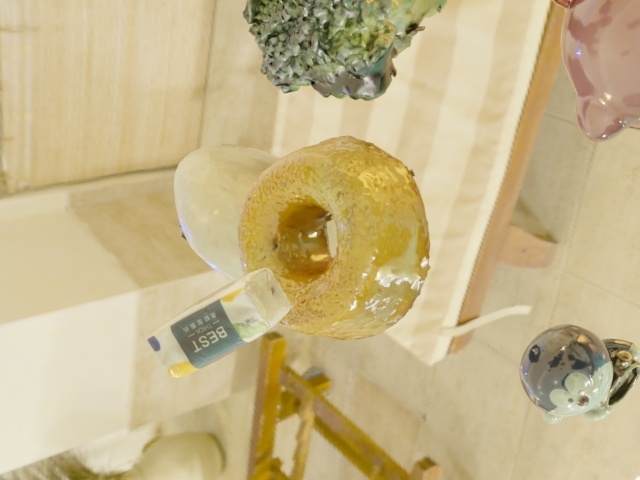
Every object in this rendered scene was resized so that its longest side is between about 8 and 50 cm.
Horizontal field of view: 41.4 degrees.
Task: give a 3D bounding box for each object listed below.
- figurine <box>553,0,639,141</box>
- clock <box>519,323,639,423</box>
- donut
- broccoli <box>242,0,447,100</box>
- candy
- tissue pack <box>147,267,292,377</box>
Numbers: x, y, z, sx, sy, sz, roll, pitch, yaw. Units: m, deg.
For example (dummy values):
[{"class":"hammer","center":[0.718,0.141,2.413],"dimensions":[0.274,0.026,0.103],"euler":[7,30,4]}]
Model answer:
[{"class":"figurine","center":[0.310,-0.184,0.786],"dimensions":[0.173,0.173,0.173],"euler":[21,117,47]},{"class":"clock","center":[0.441,0.232,1.458],"dimensions":[0.199,0.243,0.146],"euler":[-53,51,13]},{"class":"donut","center":[0.002,-0.001,1.063],"dimensions":[0.278,0.109,0.277],"euler":[1,91,46]},{"class":"broccoli","center":[0.052,-0.240,0.880],"dimensions":[0.165,0.304,0.145],"euler":[9,114,30]},{"class":"candy","center":[-0.097,-0.035,1.616],"dimensions":[0.186,0.386,0.427],"euler":[-55,23,25]},{"class":"tissue pack","center":[-0.068,0.056,0.582],"dimensions":[0.083,0.062,0.042],"euler":[-30,91,16]}]
